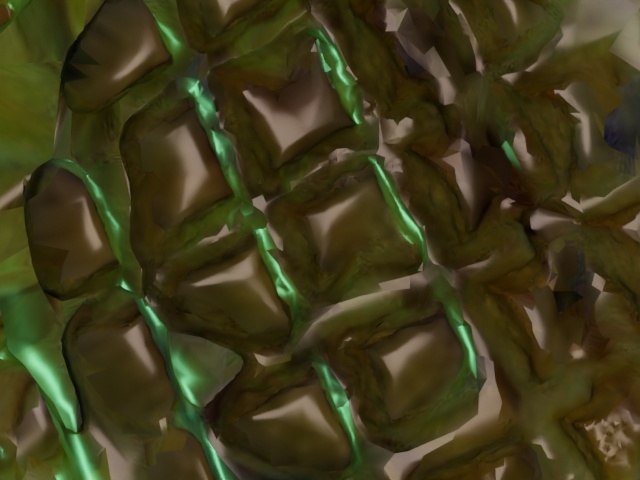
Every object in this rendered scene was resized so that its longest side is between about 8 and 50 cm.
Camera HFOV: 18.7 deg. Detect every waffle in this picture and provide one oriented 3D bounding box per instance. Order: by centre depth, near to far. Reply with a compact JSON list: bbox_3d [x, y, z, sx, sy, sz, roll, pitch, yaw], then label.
[{"bbox_3d":[0.000,0.000,0.471,0.204,0.054,0.223,21,97,8],"label":"waffle"}]
